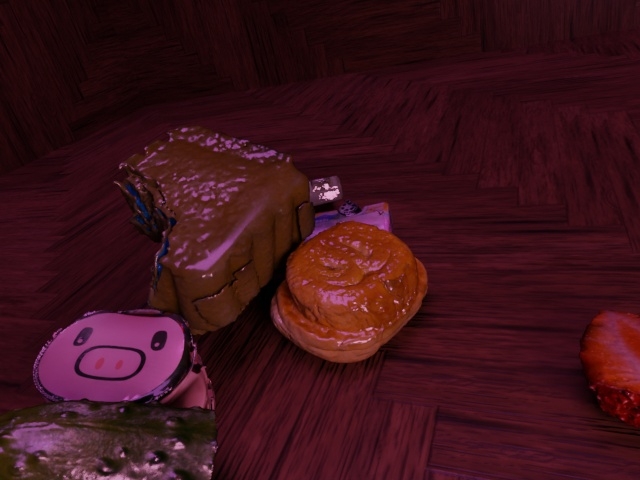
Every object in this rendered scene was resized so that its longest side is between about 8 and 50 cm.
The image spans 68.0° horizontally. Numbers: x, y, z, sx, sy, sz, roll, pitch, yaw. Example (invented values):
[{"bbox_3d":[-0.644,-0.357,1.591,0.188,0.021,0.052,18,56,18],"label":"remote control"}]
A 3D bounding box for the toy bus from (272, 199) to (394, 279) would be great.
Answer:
[{"bbox_3d":[0.000,0.001,0.889,0.274,0.090,0.112,-9,36,12],"label":"toy bus"}]

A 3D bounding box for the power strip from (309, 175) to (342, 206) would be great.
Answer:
[{"bbox_3d":[-0.004,-0.099,1.007,0.078,0.052,0.272,-13,5,-4],"label":"power strip"}]

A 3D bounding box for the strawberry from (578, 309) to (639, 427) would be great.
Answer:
[{"bbox_3d":[0.344,0.138,0.501,0.146,0.082,0.187,-6,23,4],"label":"strawberry"}]

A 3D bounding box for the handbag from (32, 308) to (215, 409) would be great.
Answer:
[{"bbox_3d":[-0.245,0.185,0.611,0.205,0.116,0.179,1,37,4],"label":"handbag"}]

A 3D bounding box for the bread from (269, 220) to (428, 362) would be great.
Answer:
[{"bbox_3d":[0.045,0.071,0.706,0.198,0.120,0.236,25,50,36],"label":"bread"}]

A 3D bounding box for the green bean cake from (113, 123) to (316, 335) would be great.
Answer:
[{"bbox_3d":[-0.194,-0.016,0.758,0.310,0.202,0.285,27,53,24],"label":"green bean cake"}]

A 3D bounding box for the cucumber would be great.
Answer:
[{"bbox_3d":[-0.228,0.211,0.460,0.244,0.134,0.134,21,20,-22],"label":"cucumber"}]
